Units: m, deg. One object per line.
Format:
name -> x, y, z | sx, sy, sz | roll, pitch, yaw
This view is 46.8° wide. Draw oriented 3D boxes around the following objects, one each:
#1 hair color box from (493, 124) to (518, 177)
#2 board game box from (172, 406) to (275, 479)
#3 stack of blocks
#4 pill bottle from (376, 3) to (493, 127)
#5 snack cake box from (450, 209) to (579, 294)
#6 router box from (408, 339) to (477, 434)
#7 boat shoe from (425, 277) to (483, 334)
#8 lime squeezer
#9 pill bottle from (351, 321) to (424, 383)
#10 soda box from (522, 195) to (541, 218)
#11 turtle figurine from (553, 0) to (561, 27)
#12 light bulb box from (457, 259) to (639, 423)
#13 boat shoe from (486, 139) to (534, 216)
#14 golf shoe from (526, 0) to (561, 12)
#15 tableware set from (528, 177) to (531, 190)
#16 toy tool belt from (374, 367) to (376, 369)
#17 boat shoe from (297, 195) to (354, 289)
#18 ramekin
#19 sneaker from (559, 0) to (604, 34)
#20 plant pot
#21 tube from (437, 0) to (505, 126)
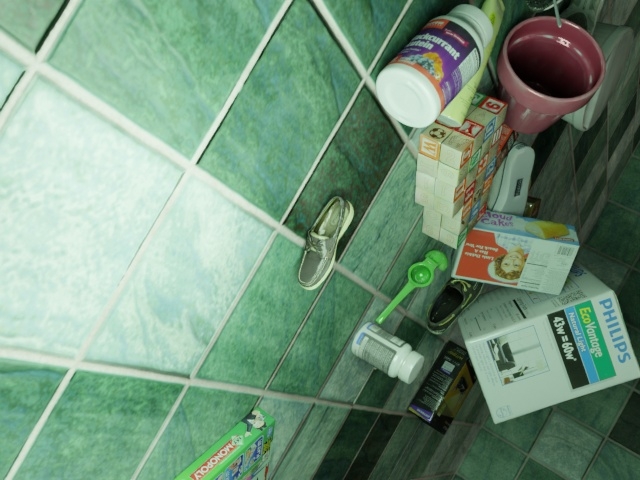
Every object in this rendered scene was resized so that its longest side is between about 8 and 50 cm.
hair color box -> 0.392, -0.201, 1.663 | 0.141, 0.043, 0.072 | -58, 156, -6
board game box -> -0.174, 0.463, 1.279 | 0.213, 0.046, 0.318 | -36, 145, -43
stack of blocks -> 0.267, -0.123, 1.455 | 0.171, 0.087, 0.297 | -45, 150, -31
pill bottle -> 0.179, -0.269, 1.116 | 0.193, 0.108, 0.108 | -49, 152, -25
snack cake box -> 0.454, 0.026, 1.748 | 0.089, 0.264, 0.152 | -79, 179, -53
router box -> 0.393, 0.464, 2.300 | 0.243, 0.081, 0.309 | -57, 154, -8
boat shoe -> 0.348, 0.137, 1.881 | 0.228, 0.081, 0.069 | -53, 158, -11
lime squeezer -> 0.221, 0.077, 1.637 | 0.310, 0.059, 0.110 | -34, 174, -47
pill bottle -> 0.139, 0.232, 1.520 | 0.078, 0.137, 0.078 | -43, 149, -33
soda box -> 0.566, -0.089, 2.049 | 0.181, 0.061, 0.058 | -16, 120, -66
turtle figurine -> 0.502, -0.535, 1.349 | 0.266, 0.275, 0.198 | -45, -179, -42
light bulb box -> 0.550, 0.242, 1.867 | 0.358, 0.360, 0.225 | -63, 132, -78
boat shoe -> 0.436, -0.120, 1.779 | 0.096, 0.088, 0.268 | -17, 128, -25
golf shoe -> 0.472, -0.500, 1.468 | 0.198, 0.077, 0.094 | -50, 153, -21
tableware set -> 0.499, -0.154, 1.908 | 0.168, 0.020, 0.141 | -38, 130, -35
toy tool belt -> 0.134, 0.264, 1.660 | 0.051, 0.052, 0.083 | -8, 125, -22
boat shoe -> 0.000, 0.000, 1.129 | 0.049, 0.056, 0.152 | 39, 71, -60
ramekin -> 0.656, -0.418, 1.839 | 0.273, 0.127, 0.273 | -44, 150, -33
sneaker -> 0.599, -0.511, 1.685 | 0.232, 0.090, 0.115 | -65, 158, 10
plant pot -> 0.440, -0.314, 1.486 | 0.201, 0.201, 0.180 | -51, 169, -21
tube -> 0.267, -0.319, 1.296 | 0.240, 0.062, 0.070 | -66, -165, -1
